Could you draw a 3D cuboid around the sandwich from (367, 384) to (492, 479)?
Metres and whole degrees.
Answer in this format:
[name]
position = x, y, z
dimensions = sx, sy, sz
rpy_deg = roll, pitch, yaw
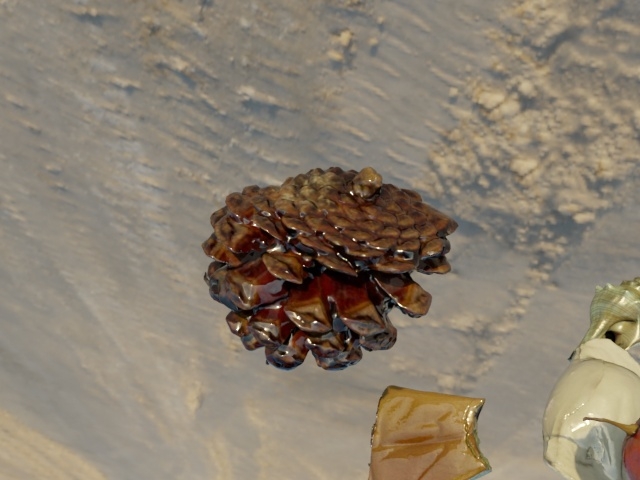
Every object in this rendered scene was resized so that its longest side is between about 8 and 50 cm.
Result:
[sandwich]
position = 0.182, 0.377, 1.495
dimensions = 0.212, 0.245, 0.063
rpy_deg = 2, 167, 33

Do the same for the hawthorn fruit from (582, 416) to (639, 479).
[hawthorn fruit]
position = 0.430, 0.257, 1.081
dimensions = 0.203, 0.162, 0.162
rpy_deg = 32, 166, 28

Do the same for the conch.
[conch]
position = 0.623, 0.169, 1.860
dimensions = 0.137, 0.234, 0.114
rpy_deg = 23, -177, 11

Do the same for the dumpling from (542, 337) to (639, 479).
[dumpling]
position = 0.536, 0.340, 1.616
dimensions = 0.260, 0.181, 0.341
rpy_deg = 37, -161, 3

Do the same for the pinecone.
[pinecone]
position = 0.000, 0.037, 1.096
dimensions = 0.298, 0.242, 0.296
rpy_deg = 6, 150, -26
